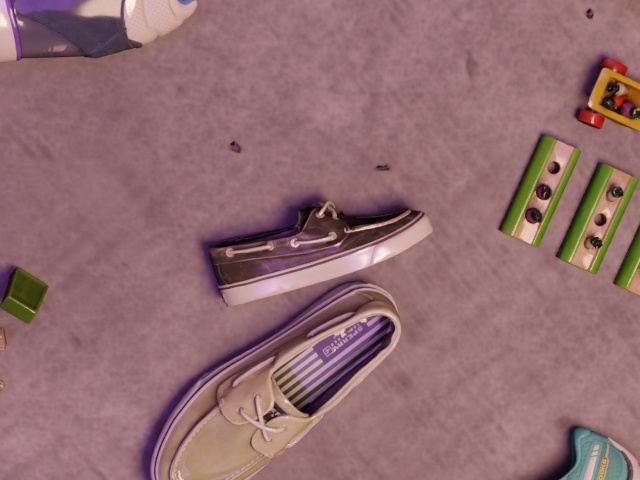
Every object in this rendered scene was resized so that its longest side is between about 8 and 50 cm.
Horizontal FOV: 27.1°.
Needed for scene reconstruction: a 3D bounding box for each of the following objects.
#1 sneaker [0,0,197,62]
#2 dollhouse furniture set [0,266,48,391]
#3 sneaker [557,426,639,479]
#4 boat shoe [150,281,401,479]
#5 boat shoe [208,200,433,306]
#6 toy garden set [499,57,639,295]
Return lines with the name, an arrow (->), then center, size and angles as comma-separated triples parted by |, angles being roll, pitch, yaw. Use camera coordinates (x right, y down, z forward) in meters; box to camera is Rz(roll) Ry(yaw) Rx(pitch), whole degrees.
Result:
sneaker -> -0.225, -0.330, 1.226 | 0.236, 0.130, 0.322 | -12, 92, -15
dollhouse furniture set -> -0.329, 0.100, 1.299 | 0.076, 0.058, 0.151 | 33, 111, -16
sneaker -> 0.212, 0.309, 1.356 | 0.110, 0.107, 0.275 | 44, 85, 11
boat shoe -> -0.047, 0.149, 1.298 | 0.302, 0.094, 0.109 | -43, 98, -1
boat shoe -> 0.000, 0.000, 1.298 | 0.219, 0.078, 0.070 | -18, 98, -2
toy garden set -> 0.335, -0.050, 1.343 | 0.244, 0.049, 0.203 | 24, 93, -8
